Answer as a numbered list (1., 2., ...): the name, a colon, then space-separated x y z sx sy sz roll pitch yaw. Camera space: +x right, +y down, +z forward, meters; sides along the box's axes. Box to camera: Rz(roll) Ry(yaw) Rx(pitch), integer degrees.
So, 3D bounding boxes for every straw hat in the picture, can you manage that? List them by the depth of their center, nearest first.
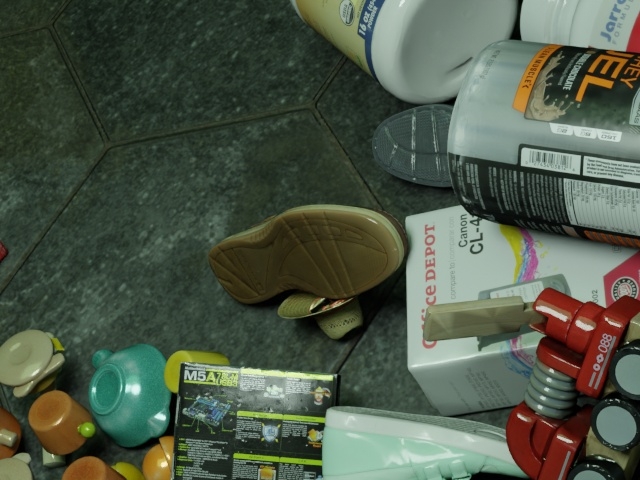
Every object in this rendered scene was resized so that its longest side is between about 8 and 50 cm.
1. straw hat: 0.021 0.090 1.905 0.144 0.061 0.144 -23 15 6

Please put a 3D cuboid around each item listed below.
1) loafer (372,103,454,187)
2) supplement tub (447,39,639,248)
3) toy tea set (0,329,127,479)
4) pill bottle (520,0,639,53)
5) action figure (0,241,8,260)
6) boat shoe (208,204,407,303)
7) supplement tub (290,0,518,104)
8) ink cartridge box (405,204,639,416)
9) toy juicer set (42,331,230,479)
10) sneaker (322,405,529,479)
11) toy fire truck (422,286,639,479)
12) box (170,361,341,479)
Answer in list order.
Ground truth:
1. loafer: 0.216 -0.123 1.961 0.302 0.095 0.109 -3 86 31
2. supplement tub: 0.324 -0.098 1.625 0.338 0.207 0.207 11 63 30
3. toy tea set: -0.355 0.275 1.919 0.200 0.124 0.336 -35 47 -6
4. pill bottle: 0.447 -0.229 1.809 0.407 0.229 0.229 29 73 39
5. action figure: -0.558 0.100 2.160 0.091 0.139 0.280 4 62 31
6. boat shoe: 0.000 0.000 1.905 0.123 0.123 0.342 -37 13 -36
7. supplement tub: 0.093 -0.350 2.078 0.228 0.228 0.316 -41 49 -5
8. ink cartridge box: 0.260 0.061 1.764 0.306 0.131 0.226 -11 53 18
9. toy juicer set: -0.251 0.233 1.950 0.329 0.089 0.209 2 79 43
10. sneaker: 0.125 0.278 1.723 0.255 0.094 0.151 7 92 10
11. toy fire truck: 0.236 0.147 1.607 0.246 0.217 0.158 26 27 23
12. box: -0.077 0.239 1.785 0.190 0.045 0.184 3 82 7
